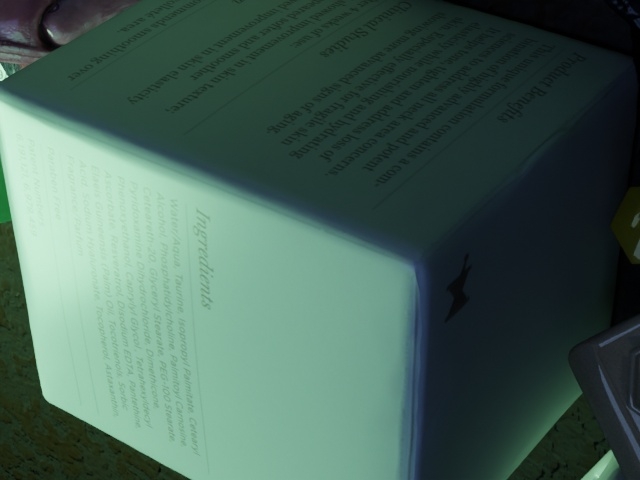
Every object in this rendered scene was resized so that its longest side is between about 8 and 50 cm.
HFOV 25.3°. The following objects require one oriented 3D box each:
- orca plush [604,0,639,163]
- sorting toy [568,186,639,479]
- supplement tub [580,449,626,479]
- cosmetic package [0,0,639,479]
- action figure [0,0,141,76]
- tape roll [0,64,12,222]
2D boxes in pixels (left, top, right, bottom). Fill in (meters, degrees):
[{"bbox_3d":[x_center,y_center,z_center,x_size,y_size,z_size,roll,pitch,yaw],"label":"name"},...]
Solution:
[{"bbox_3d":[0.253,-0.088,0.947,0.151,0.102,0.287,91,157,-46],"label":"orca plush"},{"bbox_3d":[0.302,0.089,1.072,0.229,0.041,0.307,-30,79,25],"label":"sorting toy"},{"bbox_3d":[0.319,0.356,1.219,0.325,0.235,0.235,41,138,10],"label":"supplement tub"},{"bbox_3d":[0.000,0.000,1.164,0.393,0.329,0.327,23,132,29],"label":"cosmetic package"},{"bbox_3d":[-0.241,-0.265,1.206,0.248,0.276,0.370,4,101,19],"label":"action figure"},{"bbox_3d":[-0.361,-0.130,1.390,0.321,0.321,0.077,24,132,27],"label":"tape roll"}]
